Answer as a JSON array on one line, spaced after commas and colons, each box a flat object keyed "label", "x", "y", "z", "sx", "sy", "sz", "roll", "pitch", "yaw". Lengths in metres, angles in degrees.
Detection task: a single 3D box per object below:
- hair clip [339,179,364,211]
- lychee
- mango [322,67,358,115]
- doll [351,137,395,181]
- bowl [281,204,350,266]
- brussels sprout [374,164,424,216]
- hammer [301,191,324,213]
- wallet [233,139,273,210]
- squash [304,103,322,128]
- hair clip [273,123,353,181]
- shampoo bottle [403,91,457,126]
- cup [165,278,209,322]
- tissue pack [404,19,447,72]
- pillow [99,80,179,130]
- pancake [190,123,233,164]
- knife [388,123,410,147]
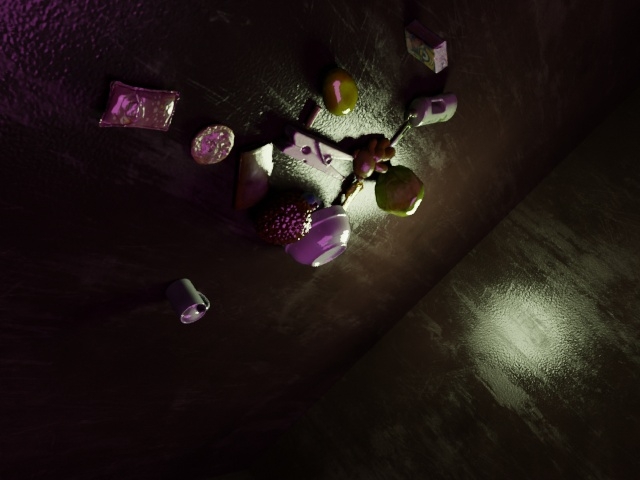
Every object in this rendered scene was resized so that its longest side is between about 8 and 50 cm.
[{"label": "hair clip", "x": 0.121, "y": -0.175, "z": 2.071, "sx": 0.072, "sy": 0.046, "sz": 0.173, "roll": -11, "pitch": 141, "yaw": -46}, {"label": "lychee", "x": -0.115, "y": -0.077, "z": 1.784, "sx": 0.238, "sy": 0.200, "sz": 0.200, "roll": -20, "pitch": 146, "yaw": -11}, {"label": "mango", "x": 0.063, "y": -0.458, "z": 1.582, "sx": 0.117, "sy": 0.089, "sz": 0.163, "roll": -32, "pitch": 149, "yaw": -16}, {"label": "doll", "x": 0.194, "y": -0.313, "z": 1.940, "sx": 0.209, "sy": 0.097, "sz": 0.137, "roll": -31, "pitch": 112, "yaw": -31}, {"label": "bowl", "x": 0.000, "y": 0.000, "z": 1.989, "sx": 0.287, "sy": 0.144, "sz": 0.287, "roll": -27, "pitch": 163, "yaw": -9}, {"label": "brussels sprout", "x": 0.320, "y": -0.203, "z": 2.094, "sx": 0.161, "sy": 0.223, "sz": 0.223, "roll": -14, "pitch": 141, "yaw": -46}, {"label": "hammer", "x": -0.078, "y": -0.096, "z": 1.930, "sx": 0.194, "sy": 0.069, "sz": 0.116, "roll": -41, "pitch": 153, "yaw": 10}, {"label": "wallet", "x": -0.214, "y": -0.206, "z": 1.656, "sx": 0.137, "sy": 0.031, "sz": 0.255, "roll": -25, "pitch": 148, "yaw": -33}, {"label": "squash", "x": -0.026, "y": -0.391, "z": 1.632, "sx": 0.027, "sy": 0.027, "sz": 0.083, "roll": 1, "pitch": 131, "yaw": -50}, {"label": "hair clip", "x": -0.013, "y": -0.293, "z": 1.718, "sx": 0.330, "sy": 0.085, "sz": 0.101, "roll": 13, "pitch": 118, "yaw": -54}, {"label": "shampoo bottle", "x": 0.405, "y": -0.492, "z": 1.939, "sx": 0.234, "sy": 0.087, "sz": 0.118, "roll": -19, "pitch": 146, "yaw": -34}, {"label": "cup", "x": -0.468, "y": 0.220, "z": 1.821, "sx": 0.099, "sy": 0.133, "sz": 0.136, "roll": -40, "pitch": 151, "yaw": -5}, {"label": "tissue pack", "x": 0.336, "y": -0.617, "z": 1.631, "sx": 0.060, "sy": 0.148, "sz": 0.109, "roll": -37, "pitch": 150, "yaw": -5}, {"label": "pillow", "x": -0.434, "y": -0.321, "z": 1.235, "sx": 0.185, "sy": 0.043, "sz": 0.118, "roll": -7, "pitch": 130, "yaw": -50}, {"label": "pancake", "x": -0.307, "y": -0.274, "z": 1.463, "sx": 0.139, "sy": 0.022, "sz": 0.139, "roll": -29, "pitch": 147, "yaw": -21}, {"label": "knife", "x": 0.276, "y": -0.377, "z": 2.017, "sx": 0.212, "sy": 0.015, "sz": 0.054, "roll": -49, "pitch": 142, "yaw": 15}]
